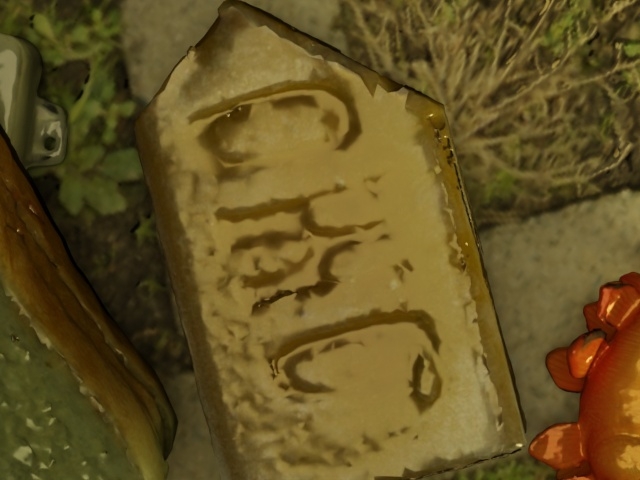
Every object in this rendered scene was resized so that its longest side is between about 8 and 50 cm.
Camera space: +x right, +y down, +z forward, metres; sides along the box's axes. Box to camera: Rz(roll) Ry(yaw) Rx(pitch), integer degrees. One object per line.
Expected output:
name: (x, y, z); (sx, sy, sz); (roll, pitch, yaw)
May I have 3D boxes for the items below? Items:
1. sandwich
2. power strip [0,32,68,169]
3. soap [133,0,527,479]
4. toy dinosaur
sandwich: (-0.233, 0.086, 0.942); (0.273, 0.095, 0.249); (-31, 102, 13)
power strip: (-0.305, -0.083, 0.990); (0.338, 0.058, 0.098); (9, 92, 5)
soap: (0.000, 0.000, 0.955); (0.160, 0.080, 0.257); (-15, 90, 5)
toy dinosaur: (0.167, 0.099, 0.951); (0.117, 0.070, 0.288); (2, 90, 10)
